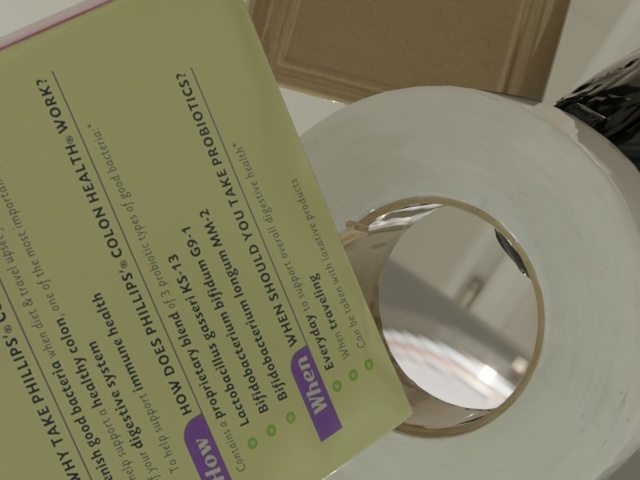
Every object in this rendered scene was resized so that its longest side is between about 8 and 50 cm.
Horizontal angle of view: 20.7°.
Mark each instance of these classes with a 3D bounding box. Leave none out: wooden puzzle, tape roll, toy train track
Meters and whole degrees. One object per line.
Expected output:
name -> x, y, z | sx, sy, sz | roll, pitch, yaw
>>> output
wooden puzzle -> 0.072, -0.201, 1.299 | 0.238, 0.221, 0.044 | 14, -175, -9
tape roll -> 0.083, 0.045, 1.111 | 0.286, 0.286, 0.100 | 38, -164, 17
toy train track -> 0.000, 0.000, 0.971 | 0.048, 0.083, 0.014 | 14, -111, -30

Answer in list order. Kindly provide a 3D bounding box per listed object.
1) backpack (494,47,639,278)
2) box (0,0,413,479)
backpack -> 0.335, -0.065, 1.315 | 0.290, 0.273, 0.355 | 7, -138, 35
box -> -0.116, 0.033, 0.698 | 0.243, 0.117, 0.214 | -31, -75, -36
